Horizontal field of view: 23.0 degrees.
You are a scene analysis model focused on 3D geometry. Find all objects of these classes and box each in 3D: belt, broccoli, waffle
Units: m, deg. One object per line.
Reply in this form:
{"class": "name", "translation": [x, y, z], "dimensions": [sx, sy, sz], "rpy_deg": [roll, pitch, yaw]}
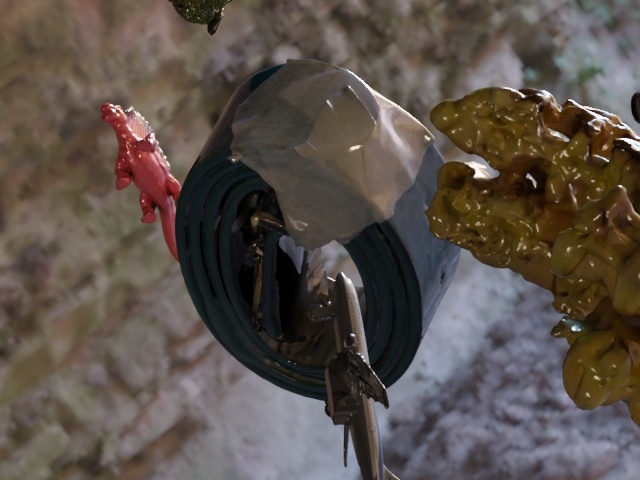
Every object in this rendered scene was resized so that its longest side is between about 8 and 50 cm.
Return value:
{"class": "belt", "translation": [0.000, 0.000, 1.787], "dimensions": [0.436, 0.300, 0.173], "rpy_deg": [86, -156, -52]}
{"class": "broccoli", "translation": [-0.133, -0.316, 1.837], "dimensions": [0.120, 0.130, 0.131], "rpy_deg": [-2, 25, -36]}
{"class": "waffle", "translation": [0.225, 0.009, 1.134], "dimensions": [0.151, 0.261, 0.324], "rpy_deg": [-65, 27, 21]}

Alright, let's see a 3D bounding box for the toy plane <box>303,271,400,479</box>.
{"class": "toy plane", "translation": [0.033, 0.136, 1.395], "dimensions": [0.058, 0.226, 0.226], "rpy_deg": [-15, -17, -13]}

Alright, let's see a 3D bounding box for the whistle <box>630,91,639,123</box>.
{"class": "whistle", "translation": [0.374, -0.137, 1.445], "dimensions": [0.176, 0.033, 0.033], "rpy_deg": [-10, 16, 17]}

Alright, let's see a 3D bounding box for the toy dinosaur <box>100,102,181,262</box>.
{"class": "toy dinosaur", "translation": [-0.211, -0.081, 2.040], "dimensions": [0.070, 0.286, 0.139], "rpy_deg": [-24, 37, 8]}
